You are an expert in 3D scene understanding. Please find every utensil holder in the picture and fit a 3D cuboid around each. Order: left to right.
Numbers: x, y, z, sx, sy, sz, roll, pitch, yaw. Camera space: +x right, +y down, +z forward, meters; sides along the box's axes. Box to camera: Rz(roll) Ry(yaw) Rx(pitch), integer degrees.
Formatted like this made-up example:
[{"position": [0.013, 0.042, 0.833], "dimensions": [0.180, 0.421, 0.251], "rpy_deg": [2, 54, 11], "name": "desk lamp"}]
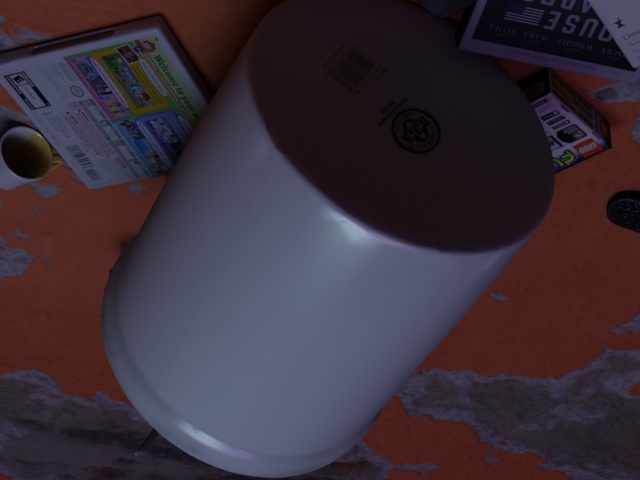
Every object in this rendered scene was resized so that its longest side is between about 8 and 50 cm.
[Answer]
[{"position": [0.000, 0.000, 1.225], "dimensions": [0.327, 0.328, 0.385], "rpy_deg": [17, 139, -18], "name": "utensil holder"}]

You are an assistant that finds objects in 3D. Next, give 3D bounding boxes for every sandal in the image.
[{"position": [0.411, -0.021, 1.425], "dimensions": [0.179, 0.040, 0.067], "rpy_deg": [21, 139, 0], "name": "sandal"}]

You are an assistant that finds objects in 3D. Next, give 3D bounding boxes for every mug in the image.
[{"position": [-0.329, -0.081, 1.383], "dimensions": [0.078, 0.062, 0.064], "rpy_deg": [33, 144, -26], "name": "mug"}]

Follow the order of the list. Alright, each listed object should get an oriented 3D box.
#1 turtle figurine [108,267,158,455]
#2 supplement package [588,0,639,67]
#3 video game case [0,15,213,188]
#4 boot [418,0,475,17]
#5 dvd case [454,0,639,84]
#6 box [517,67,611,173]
[{"position": [-0.113, 0.125, 1.503], "dimensions": [0.266, 0.275, 0.198], "rpy_deg": [-6, 123, -24], "name": "turtle figurine"}, {"position": [0.244, -0.245, 0.989], "dimensions": [0.105, 0.105, 0.179], "rpy_deg": [-26, 130, 26], "name": "supplement package"}, {"position": [-0.207, -0.137, 1.320], "dimensions": [0.193, 0.023, 0.212], "rpy_deg": [-9, 143, 18], "name": "video game case"}, {"position": [0.206, -0.293, 0.710], "dimensions": [0.445, 0.367, 0.146], "rpy_deg": [-29, 94, 18], "name": "boot"}, {"position": [0.237, -0.245, 1.087], "dimensions": [0.179, 0.030, 0.239], "rpy_deg": [10, 136, -10], "name": "dvd case"}, {"position": [0.187, -0.096, 1.330], "dimensions": [0.207, 0.036, 0.114], "rpy_deg": [-25, 136, 35], "name": "box"}]
